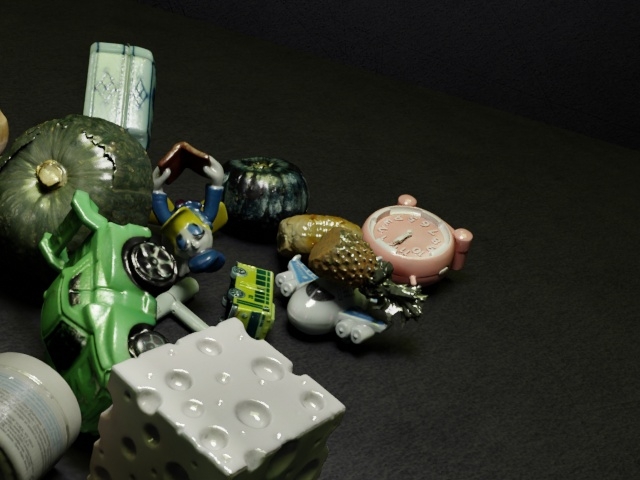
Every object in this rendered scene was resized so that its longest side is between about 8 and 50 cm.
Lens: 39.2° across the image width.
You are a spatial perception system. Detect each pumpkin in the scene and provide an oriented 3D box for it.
[{"bbox_3d":[-0.142,-0.105,2.075,0.233,0.162,0.233,5,16,-1],"label":"pumpkin"},{"bbox_3d":[-0.465,-0.078,1.659,0.292,0.327,0.257,22,-11,6],"label":"pumpkin"}]

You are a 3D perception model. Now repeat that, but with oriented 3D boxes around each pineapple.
[{"bbox_3d":[0.099,0.078,1.758,0.251,0.125,0.125,35,24,-16],"label":"pineapple"}]

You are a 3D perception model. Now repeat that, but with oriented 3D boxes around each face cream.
[{"bbox_3d":[-0.444,0.265,1.234,0.177,0.177,0.153,23,30,9],"label":"face cream"}]

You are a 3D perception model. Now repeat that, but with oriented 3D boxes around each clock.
[{"bbox_3d":[0.195,0.027,2.089,0.227,0.142,0.241,34,41,28],"label":"clock"}]

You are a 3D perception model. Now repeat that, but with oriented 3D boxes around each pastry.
[{"bbox_3d":[0.000,0.000,1.983,0.193,0.093,0.182,5,-14,-6],"label":"pastry"}]

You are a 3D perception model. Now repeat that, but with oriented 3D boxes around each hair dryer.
[{"bbox_3d":[-0.233,0.151,1.715,0.183,0.044,0.155,31,31,13],"label":"hair dryer"}]

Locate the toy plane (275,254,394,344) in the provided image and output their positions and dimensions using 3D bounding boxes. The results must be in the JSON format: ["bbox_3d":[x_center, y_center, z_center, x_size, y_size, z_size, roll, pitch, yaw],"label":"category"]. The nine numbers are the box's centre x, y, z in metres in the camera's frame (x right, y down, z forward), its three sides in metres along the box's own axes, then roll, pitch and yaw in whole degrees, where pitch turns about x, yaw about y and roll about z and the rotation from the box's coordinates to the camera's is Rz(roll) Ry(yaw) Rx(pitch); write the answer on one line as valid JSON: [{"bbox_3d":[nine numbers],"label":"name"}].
[{"bbox_3d":[0.034,0.115,1.841,0.267,0.122,0.266,12,30,-7],"label":"toy plane"}]

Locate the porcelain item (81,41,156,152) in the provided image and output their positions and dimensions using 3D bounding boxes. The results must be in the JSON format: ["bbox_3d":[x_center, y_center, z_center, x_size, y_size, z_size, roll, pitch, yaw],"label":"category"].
[{"bbox_3d":[-0.465,-0.284,2.051,0.157,0.281,0.285,6,71,-15],"label":"porcelain item"}]

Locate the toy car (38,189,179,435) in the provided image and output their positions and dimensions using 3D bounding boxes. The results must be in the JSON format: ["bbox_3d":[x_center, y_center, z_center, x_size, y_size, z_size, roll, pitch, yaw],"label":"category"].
[{"bbox_3d":[-0.352,0.115,1.414,0.177,0.213,0.358,24,42,-30],"label":"toy car"}]

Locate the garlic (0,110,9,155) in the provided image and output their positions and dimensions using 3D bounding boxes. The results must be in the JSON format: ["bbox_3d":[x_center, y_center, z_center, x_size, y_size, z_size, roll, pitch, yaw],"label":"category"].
[{"bbox_3d":[-0.817,-0.238,1.919,0.339,0.196,0.151,15,12,19],"label":"garlic"}]

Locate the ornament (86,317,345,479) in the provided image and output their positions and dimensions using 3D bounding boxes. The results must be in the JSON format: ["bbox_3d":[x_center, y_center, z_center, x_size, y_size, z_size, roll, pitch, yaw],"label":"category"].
[{"bbox_3d":[-0.152,0.296,1.279,0.240,0.239,0.239,34,32,27],"label":"ornament"}]

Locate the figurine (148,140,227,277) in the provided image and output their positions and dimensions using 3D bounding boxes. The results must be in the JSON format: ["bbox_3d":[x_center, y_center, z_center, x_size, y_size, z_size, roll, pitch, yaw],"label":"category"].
[{"bbox_3d":[-0.244,-0.047,1.787,0.205,0.283,0.338,-2,30,-19],"label":"figurine"}]

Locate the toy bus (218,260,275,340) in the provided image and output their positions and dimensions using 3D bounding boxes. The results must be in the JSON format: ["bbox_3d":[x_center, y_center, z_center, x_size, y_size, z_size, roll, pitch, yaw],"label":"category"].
[{"bbox_3d":[-0.140,0.124,1.756,0.101,0.088,0.175,15,26,-10],"label":"toy bus"}]
